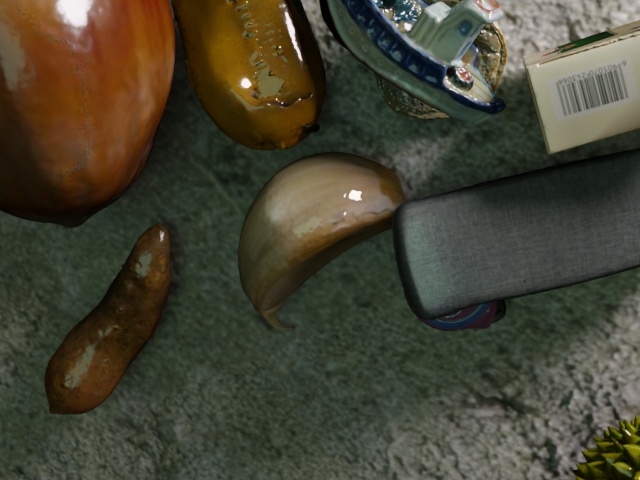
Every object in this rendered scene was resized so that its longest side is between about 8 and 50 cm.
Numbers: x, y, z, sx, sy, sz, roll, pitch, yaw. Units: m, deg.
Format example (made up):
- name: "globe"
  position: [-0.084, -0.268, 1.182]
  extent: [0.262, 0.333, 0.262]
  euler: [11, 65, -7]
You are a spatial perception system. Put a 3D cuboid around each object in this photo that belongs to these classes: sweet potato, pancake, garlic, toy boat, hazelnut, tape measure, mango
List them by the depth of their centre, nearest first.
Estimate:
- name: "toy boat"
  position: [0.100, -0.234, 0.908]
  extent: [0.262, 0.114, 0.115]
  euler: [38, 124, 13]
- name: "hazelnut"
  position: [-0.317, -0.199, 0.948]
  extent: [0.365, 0.366, 0.366]
  euler: [3, 101, 14]
- name: "mango"
  position: [-0.088, -0.217, 0.978]
  extent: [0.151, 0.156, 0.249]
  euler: [-23, 93, 53]
- name: "pancake"
  position: [0.132, -0.211, 0.985]
  extent: [0.158, 0.028, 0.158]
  euler: [4, 104, 15]
- name: "tape measure"
  position: [0.159, 0.046, 1.001]
  extent: [0.125, 0.074, 0.118]
  euler: [13, 97, 7]
- name: "garlic"
  position: [-0.013, -0.004, 1.019]
  extent: [0.164, 0.145, 0.245]
  euler: [37, 112, -27]
- name: "sweet potato"
  position: [-0.261, 0.105, 1.109]
  extent: [0.097, 0.097, 0.292]
  euler: [35, 101, 6]

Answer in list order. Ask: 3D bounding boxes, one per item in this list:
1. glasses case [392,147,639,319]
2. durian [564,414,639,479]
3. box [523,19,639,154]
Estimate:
- name: "glasses case"
  position: [0.240, -0.011, 0.925]
  extent: [0.323, 0.074, 0.131]
  euler: [-13, 89, -1]
- name: "durian"
  position: [0.384, 0.304, 0.924]
  extent: [0.291, 0.225, 0.291]
  euler: [-4, 131, -4]
- name: "box"
  position: [0.319, -0.170, 0.870]
  extent: [0.211, 0.168, 0.095]
  euler: [-15, 100, 16]
